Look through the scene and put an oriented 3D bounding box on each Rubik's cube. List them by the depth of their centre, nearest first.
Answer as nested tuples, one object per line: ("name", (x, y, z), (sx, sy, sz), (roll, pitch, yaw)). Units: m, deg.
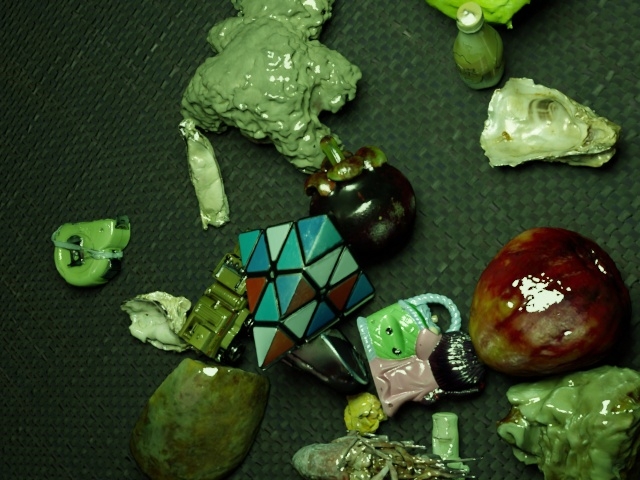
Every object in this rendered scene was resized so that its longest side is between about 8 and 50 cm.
("Rubik's cube", (-0.008, 0.066, 1.110), (0.250, 0.234, 0.284), (34, 107, 53))

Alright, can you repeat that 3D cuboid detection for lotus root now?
("lotus root", (-0.247, 0.368, 1.199), (0.210, 0.142, 0.314), (28, 97, 17))

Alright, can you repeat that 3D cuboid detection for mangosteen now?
("mangosteen", (0.064, -0.080, 1.088), (0.194, 0.194, 0.230), (-15, 110, 17))

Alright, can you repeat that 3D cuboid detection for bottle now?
("bottle", (0.255, -0.314, 0.999), (0.083, 0.270, 0.083), (-1, 88, 18))

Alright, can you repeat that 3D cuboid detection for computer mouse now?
("computer mouse", (-0.007, 0.192, 1.131), (0.233, 0.137, 0.096), (28, 97, 13))

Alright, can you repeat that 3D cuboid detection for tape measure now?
("tape measure", (-0.506, 0.025, 1.336), (0.178, 0.087, 0.153), (-3, 86, 21))

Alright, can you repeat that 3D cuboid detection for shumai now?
("shumai", (0.409, 0.298, 0.982), (0.218, 0.189, 0.255), (18, 109, 37))

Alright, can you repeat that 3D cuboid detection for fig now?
("fig", (0.356, 0.105, 0.969), (0.263, 0.224, 0.224), (-42, 75, -2))

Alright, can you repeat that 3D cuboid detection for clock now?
("clock", (0.179, 0.195, 1.086), (0.196, 0.100, 0.193), (-16, 82, 9))

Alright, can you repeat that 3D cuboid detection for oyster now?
("oyster", (0.392, -0.184, 1.047), (0.233, 0.107, 0.161), (18, 98, 37))
("oyster", (-0.317, 0.173, 1.279), (0.191, 0.081, 0.163), (48, 127, 0))

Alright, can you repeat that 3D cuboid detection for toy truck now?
("toy truck", (-0.165, 0.100, 1.180), (0.127, 0.127, 0.257), (30, 81, 22))

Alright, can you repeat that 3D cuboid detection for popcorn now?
("popcorn", (0.089, 0.318, 1.134), (0.084, 0.084, 0.084), (-1, 86, 19))

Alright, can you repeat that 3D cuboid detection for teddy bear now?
("teddy bear", (-0.074, -0.352, 1.177), (0.358, 0.224, 0.367), (22, 79, 20))

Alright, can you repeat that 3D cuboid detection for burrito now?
("burrito", (-0.233, -0.131, 1.232), (0.063, 0.058, 0.229), (18, 124, 48))

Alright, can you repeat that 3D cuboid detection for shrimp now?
("shrimp", (0.105, 0.395, 1.061), (0.343, 0.145, 0.116), (-5, 50, 27))

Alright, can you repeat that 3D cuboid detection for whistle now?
("whistle", (0.221, 0.435, 1.076), (0.126, 0.067, 0.257), (-5, 80, 31))

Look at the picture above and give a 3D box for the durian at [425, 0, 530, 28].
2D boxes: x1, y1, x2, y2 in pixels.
("durian", (0.250, -0.498, 1.047), (0.340, 0.256, 0.204), (26, 136, 18))
